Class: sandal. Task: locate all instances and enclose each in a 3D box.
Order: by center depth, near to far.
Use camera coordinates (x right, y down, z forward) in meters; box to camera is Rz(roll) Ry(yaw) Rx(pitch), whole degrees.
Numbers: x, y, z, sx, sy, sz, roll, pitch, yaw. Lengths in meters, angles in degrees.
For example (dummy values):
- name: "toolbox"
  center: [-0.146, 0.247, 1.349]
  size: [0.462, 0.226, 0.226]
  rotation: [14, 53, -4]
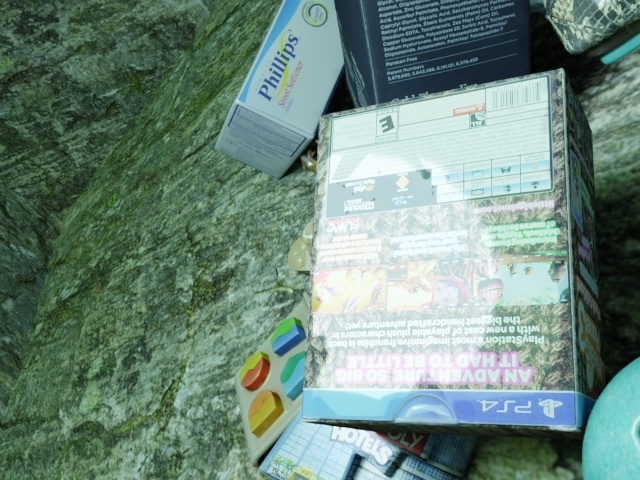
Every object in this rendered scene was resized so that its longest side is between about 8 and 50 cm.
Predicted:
- name: "sandal"
  center: [-0.001, 0.006, 1.113]
  size: [0.240, 0.079, 0.088]
  rotation: [-14, 60, 55]

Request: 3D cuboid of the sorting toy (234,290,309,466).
- name: "sorting toy"
  center: [-0.063, 0.197, 1.084]
  size: [0.208, 0.038, 0.193]
  rotation: [-52, 28, 15]

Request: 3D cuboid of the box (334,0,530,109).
- name: "box"
  center: [0.119, -0.273, 0.904]
  size: [0.178, 0.313, 0.343]
  rotation: [-13, 38, 1]

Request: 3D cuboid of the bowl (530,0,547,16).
- name: "bowl"
  center: [0.349, -0.351, 0.820]
  size: [0.298, 0.134, 0.298]
  rotation: [-40, 34, 34]

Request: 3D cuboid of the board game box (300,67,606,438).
- name: "board game box"
  center: [0.123, 0.025, 0.665]
  size: [0.232, 0.141, 0.291]
  rotation: [-5, 72, 29]

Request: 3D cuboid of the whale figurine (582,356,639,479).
- name: "whale figurine"
  center: [0.281, 0.145, 0.438]
  size: [0.272, 0.141, 0.216]
  rotation: [-2, 62, 59]

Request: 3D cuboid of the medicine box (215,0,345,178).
- name: "medicine box"
  center: [-0.063, -0.288, 1.360]
  size: [0.264, 0.149, 0.289]
  rotation: [-67, 11, -14]

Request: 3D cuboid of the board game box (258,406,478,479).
- name: "board game box"
  center: [0.059, 0.193, 0.771]
  size: [0.194, 0.060, 0.194]
  rotation: [17, 78, 34]

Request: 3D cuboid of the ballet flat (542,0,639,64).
- name: "ballet flat"
  center: [0.301, -0.270, 0.400]
  size: [0.164, 0.182, 0.483]
  rotation: [-41, 11, -36]

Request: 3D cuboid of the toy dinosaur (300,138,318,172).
- name: "toy dinosaur"
  center: [0.023, -0.108, 1.238]
  size: [0.211, 0.064, 0.112]
  rotation: [-118, 30, -54]
